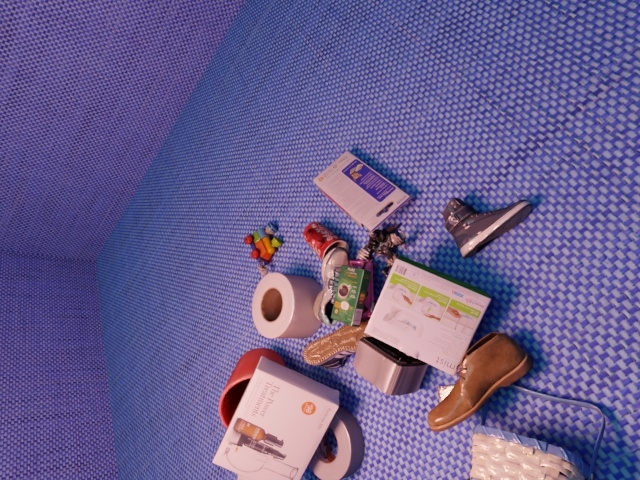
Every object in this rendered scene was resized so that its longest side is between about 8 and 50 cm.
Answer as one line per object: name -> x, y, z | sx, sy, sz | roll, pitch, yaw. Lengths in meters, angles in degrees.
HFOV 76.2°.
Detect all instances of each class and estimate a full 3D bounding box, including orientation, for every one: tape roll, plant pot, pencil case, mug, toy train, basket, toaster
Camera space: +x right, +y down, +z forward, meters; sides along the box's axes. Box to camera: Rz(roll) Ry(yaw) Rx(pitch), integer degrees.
tape roll -> -0.124, 0.251, 1.560 | 0.246, 0.169, 0.246 | -12, 73, 42
plant pot -> -0.221, 0.540, 1.499 | 0.275, 0.275, 0.243 | -64, 13, 12
pencil case -> 0.142, 0.163, 1.375 | 0.098, 0.095, 0.209 | -28, 59, 59
mug -> 0.009, -0.004, 1.517 | 0.113, 0.150, 0.169 | -36, 44, -8
toy train -> -0.221, 0.043, 1.764 | 0.143, 0.105, 0.248 | -40, 54, 14
tape roll -> 0.040, 0.677, 1.365 | 0.219, 0.072, 0.219 | -12, 73, 43
basket -> 0.470, 0.477, 0.921 | 0.254, 0.201, 0.289 | 0, 53, 47
toaster -> 0.216, 0.364, 1.203 | 0.185, 0.168, 0.110 | 24, 100, 46

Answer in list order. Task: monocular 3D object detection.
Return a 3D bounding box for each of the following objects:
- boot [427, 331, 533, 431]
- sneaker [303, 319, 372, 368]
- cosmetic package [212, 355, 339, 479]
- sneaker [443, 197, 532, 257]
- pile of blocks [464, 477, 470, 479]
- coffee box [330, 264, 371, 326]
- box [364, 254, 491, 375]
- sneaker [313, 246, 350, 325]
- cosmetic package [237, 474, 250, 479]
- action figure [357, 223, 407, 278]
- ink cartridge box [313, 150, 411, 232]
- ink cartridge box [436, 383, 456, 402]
boot -> 0.371, 0.351, 1.026 | 0.305, 0.112, 0.115 | -42, 89, 3
sneaker -> 0.095, 0.354, 1.378 | 0.282, 0.153, 0.099 | -23, 59, 10
cosmetic package -> -0.144, 0.606, 1.327 | 0.097, 0.284, 0.377 | -82, 17, -78
sneaker -> 0.448, -0.079, 1.135 | 0.226, 0.086, 0.163 | -42, 57, 31
pile of blocks -> 0.435, 0.680, 0.948 | 0.362, 0.112, 0.149 | -6, 76, 44
coffee box -> 0.098, 0.177, 1.321 | 0.113, 0.040, 0.184 | 7, 85, 54
box -> 0.288, 0.198, 1.119 | 0.262, 0.127, 0.231 | 23, 99, 14
sneaker -> 0.059, 0.166, 1.425 | 0.122, 0.110, 0.283 | -142, 61, -69
cosmetic package -> -0.204, 0.826, 1.512 | 0.151, 0.151, 0.184 | -13, 72, 42
action figure -> 0.211, 0.036, 1.298 | 0.164, 0.141, 0.276 | -36, 56, 9
ink cartridge box -> 0.140, -0.170, 1.430 | 0.176, 0.069, 0.371 | -41, 47, -3
ink cartridge box -> 0.382, 0.427, 1.119 | 0.115, 0.029, 0.063 | -25, 63, 39
